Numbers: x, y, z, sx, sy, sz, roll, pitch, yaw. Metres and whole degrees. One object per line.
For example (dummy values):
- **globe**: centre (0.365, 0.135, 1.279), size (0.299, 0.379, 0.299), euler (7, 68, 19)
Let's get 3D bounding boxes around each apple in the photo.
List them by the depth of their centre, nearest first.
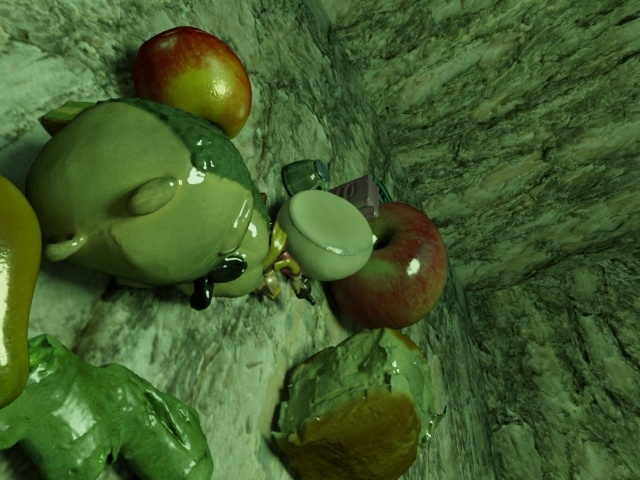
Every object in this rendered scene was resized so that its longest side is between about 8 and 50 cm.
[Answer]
- **apple**: centre (0.182, 0.078, 1.143), size (0.345, 0.344, 0.269), euler (-86, 155, -45)

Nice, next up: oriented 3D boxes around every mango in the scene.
- **mango**: centre (-0.304, 0.034, 0.356), size (0.099, 0.136, 0.228), euler (110, -40, -67)

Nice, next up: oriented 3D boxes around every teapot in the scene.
- **teapot**: centre (-0.033, -0.157, 1.123), size (0.111, 0.108, 0.149), euler (54, 27, -26)

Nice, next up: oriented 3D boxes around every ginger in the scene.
- **ginger**: centre (-0.220, 0.208, 0.457), size (0.290, 0.089, 0.137), euler (50, 11, -46)

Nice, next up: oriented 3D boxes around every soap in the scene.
- **soap**: centre (0.053, -0.088, 1.131), size (0.065, 0.203, 0.122), euler (51, 31, -35)

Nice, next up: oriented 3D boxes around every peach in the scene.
- **peach**: centre (-0.215, -0.262, 0.736), size (0.190, 0.190, 0.193), euler (6, 65, -64)

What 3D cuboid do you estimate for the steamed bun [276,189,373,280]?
- **steamed bun**: centre (0.000, 0.000, 0.986), size (0.231, 0.145, 0.232), euler (19, 39, -16)

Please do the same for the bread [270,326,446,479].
- **bread**: centre (0.084, 0.316, 0.797), size (0.250, 0.279, 0.225), euler (59, 11, -22)

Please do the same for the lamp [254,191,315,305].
- **lamp**: centre (-0.105, 0.031, 0.821), size (0.253, 0.118, 0.118), euler (66, 24, -14)

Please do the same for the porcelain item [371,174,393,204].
- **porcelain item**: centre (0.172, -0.053, 1.418), size (0.281, 0.157, 0.286), euler (60, 25, -17)

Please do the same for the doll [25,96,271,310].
- **doll**: centre (-0.183, -0.029, 0.566), size (0.349, 0.247, 0.247), euler (34, 38, -77)

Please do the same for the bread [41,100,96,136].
- **bread**: centre (-0.314, -0.119, 0.611), size (0.074, 0.084, 0.139), euler (-78, 171, -52)
